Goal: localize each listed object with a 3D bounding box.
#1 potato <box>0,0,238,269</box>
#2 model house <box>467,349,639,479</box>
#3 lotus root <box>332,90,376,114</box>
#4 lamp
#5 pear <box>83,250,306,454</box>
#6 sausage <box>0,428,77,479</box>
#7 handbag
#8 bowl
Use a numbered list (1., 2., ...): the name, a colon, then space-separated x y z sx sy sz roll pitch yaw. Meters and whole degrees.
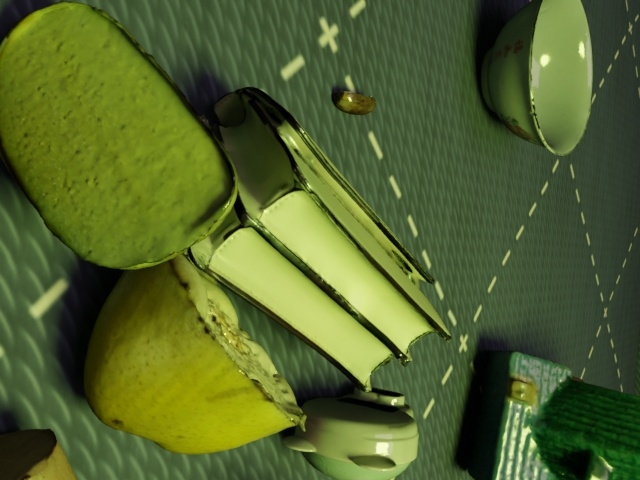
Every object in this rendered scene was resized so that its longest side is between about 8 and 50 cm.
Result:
1. potato: -0.183 -0.086 0.511 0.160 0.272 0.111 -43 168 3
2. model house: 0.520 0.436 1.166 0.342 0.382 0.335 31 70 -49
3. lotus root: 0.057 -0.212 0.860 0.083 0.037 0.030 -5 102 -47
4. lamp: 0.059 0.291 0.823 0.246 0.179 0.108 4 95 -67
5. pear: -0.154 0.130 0.579 0.178 0.267 0.267 -35 122 -9
6. sausage: -0.263 0.308 0.513 0.123 0.123 0.253 -30 115 -41
7. handbag: 0.000 0.000 0.689 0.160 0.237 0.358 -37 131 9
8. bowl: 0.443 -0.350 1.169 0.345 0.157 0.346 -7 100 -47
